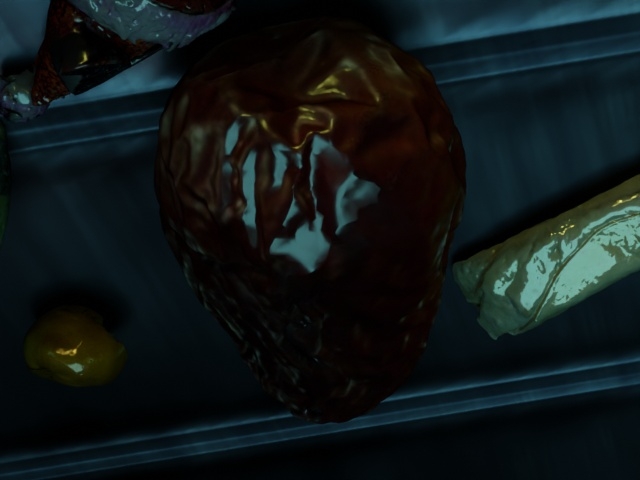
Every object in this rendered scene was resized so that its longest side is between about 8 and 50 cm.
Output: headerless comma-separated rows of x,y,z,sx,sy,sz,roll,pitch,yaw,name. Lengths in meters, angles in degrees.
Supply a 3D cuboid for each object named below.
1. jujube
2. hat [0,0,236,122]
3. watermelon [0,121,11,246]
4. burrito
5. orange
0.000,0.000,0.788,0.216,0.216,0.342,-6,136,-2,jujube
-0.153,-0.136,0.700,0.129,0.140,0.227,36,131,-19,hat
-0.353,-0.021,0.748,0.176,0.256,0.260,15,156,41,watermelon
0.243,-0.005,0.894,0.275,0.059,0.082,-28,113,15,burrito
-0.206,0.086,0.903,0.086,0.086,0.062,6,106,-12,orange
